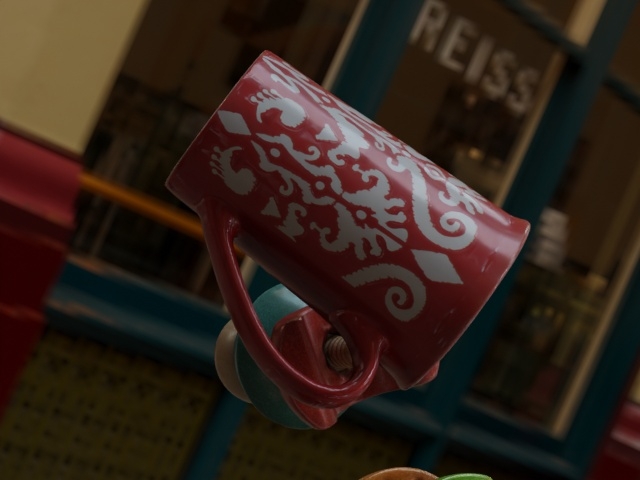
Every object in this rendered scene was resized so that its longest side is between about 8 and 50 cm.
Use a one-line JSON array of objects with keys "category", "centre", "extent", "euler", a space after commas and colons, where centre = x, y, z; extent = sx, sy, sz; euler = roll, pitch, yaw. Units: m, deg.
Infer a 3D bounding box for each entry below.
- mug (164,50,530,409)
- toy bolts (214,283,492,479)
[{"category": "mug", "centre": [0.006, -0.007, 1.024], "extent": [0.169, 0.113, 0.150], "euler": [38, 33, -2]}, {"category": "toy bolts", "centre": [-0.015, 0.141, 1.153], "extent": [0.218, 0.228, 0.158], "euler": [-16, 3, -27]}]
